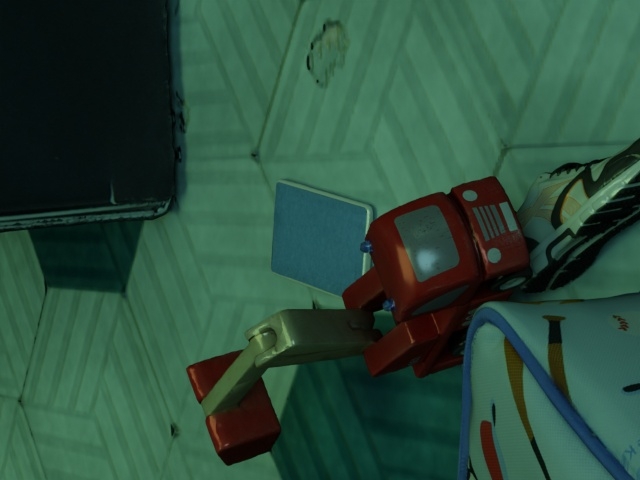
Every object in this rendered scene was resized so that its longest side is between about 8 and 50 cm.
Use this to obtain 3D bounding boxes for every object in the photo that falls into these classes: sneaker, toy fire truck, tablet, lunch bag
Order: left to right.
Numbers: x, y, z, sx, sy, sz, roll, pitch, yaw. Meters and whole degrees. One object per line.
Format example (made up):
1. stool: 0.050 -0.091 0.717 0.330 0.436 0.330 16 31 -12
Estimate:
1. tablet: 0.000 0.000 0.923 0.083 0.006 0.054 18 108 50
2. toy fire truck: 0.012 0.041 0.792 0.192 0.135 0.047 108 143 -67
3. sneaker: 0.112 -0.019 0.742 0.109 0.040 0.044 -45 57 46
4. lunch bag: 0.125 0.166 0.632 0.243 0.115 0.303 -122 29 -55

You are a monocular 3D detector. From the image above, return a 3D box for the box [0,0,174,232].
1. box: -0.414 -0.142 1.070 0.480 0.471 0.297 4 97 53
